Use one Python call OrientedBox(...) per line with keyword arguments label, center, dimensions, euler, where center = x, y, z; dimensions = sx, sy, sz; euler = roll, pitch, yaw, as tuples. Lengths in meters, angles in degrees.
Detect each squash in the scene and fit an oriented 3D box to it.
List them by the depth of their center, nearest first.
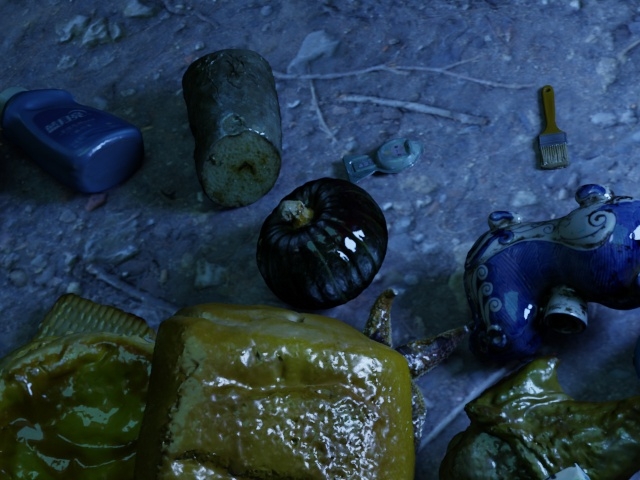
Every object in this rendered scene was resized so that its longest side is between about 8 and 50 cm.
OrientedBox(label="squash", center=(0.003, 0.003, 1.814), dimensions=(0.193, 0.156, 0.193), euler=(-10, 24, 4))

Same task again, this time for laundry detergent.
OrientedBox(label="laundry detergent", center=(-0.418, -0.179, 2.120), dimensions=(0.290, 0.094, 0.143), euler=(30, 51, 33))

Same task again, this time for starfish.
OrientedBox(label="starfish", center=(0.088, 0.172, 1.705), dimensions=(0.216, 0.071, 0.238), euler=(-8, 61, 4))

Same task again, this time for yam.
OrientedBox(label="yam", center=(-0.131, -0.186, 2.019), dimensions=(0.154, 0.154, 0.254), euler=(-14, 46, 4))

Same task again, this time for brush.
OrientedBox(label="brush", center=(0.338, -0.169, 1.954), dimensions=(0.043, 0.014, 0.170), euler=(-7, 48, 11))

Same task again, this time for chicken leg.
OrientedBox(label="chicken leg", center=(0.297, 0.214, 1.523), dimensions=(0.361, 0.140, 0.211), euler=(-31, 57, 17))

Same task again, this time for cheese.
OrientedBox(label="cheese", center=(0.096, -0.120, 1.972), dimensions=(0.120, 0.026, 0.067), euler=(-18, 48, 1))

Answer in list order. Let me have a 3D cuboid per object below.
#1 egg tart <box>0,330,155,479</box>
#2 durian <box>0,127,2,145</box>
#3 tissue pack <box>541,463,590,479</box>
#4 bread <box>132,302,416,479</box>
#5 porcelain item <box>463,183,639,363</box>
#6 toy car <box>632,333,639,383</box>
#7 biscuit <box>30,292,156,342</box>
OrientedBox(label="egg tart", center=(-0.294, 0.267, 1.670), dimensions=(0.341, 0.132, 0.341), euler=(-1, 55, 2))
OrientedBox(label="durian", center=(-0.670, -0.164, 2.055), dimensions=(0.347, 0.347, 0.384), euler=(-26, 80, -7))
OrientedBox(label="tissue pack", center=(0.152, 0.456, 1.314), dimensions=(0.405, 0.205, 0.332), euler=(-27, 51, 8))
OrientedBox(label="bread", center=(-0.046, 0.235, 1.538), dimensions=(0.328, 0.148, 0.337), euler=(10, 69, -5))
OrientedBox(label="porcelain item", center=(0.303, 0.047, 1.669), dimensions=(0.288, 0.138, 0.186), euler=(-13, 54, 34))
OrientedBox(label="toy car", center=(0.489, 0.107, 1.561), dimensions=(0.255, 0.190, 0.188), euler=(-30, 48, -13))
OrientedBox(label="biscuit", center=(-0.354, 0.193, 1.836), dimensions=(0.172, 0.029, 0.254), euler=(18, 59, 27))
